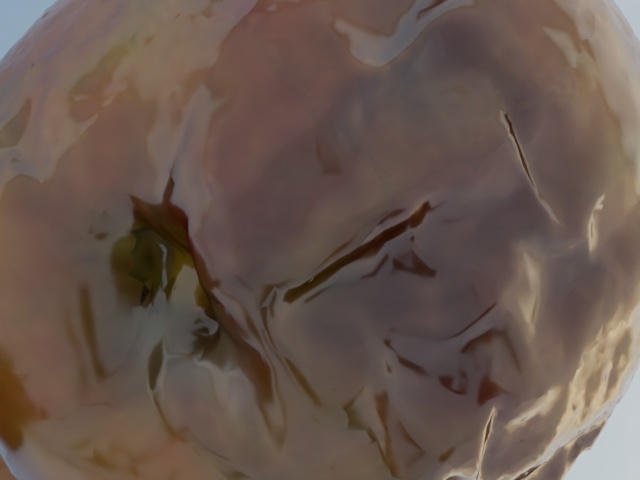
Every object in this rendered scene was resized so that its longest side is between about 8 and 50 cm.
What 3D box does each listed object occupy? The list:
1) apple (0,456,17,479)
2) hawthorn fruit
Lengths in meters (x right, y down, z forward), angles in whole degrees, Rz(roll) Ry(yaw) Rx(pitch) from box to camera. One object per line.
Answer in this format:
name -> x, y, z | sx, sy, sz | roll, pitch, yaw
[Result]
apple -> -0.225, 0.138, 0.900 | 0.146, 0.146, 0.146 | -4, -77, -18
hawthorn fruit -> 0.000, 0.000, 0.747 | 0.472, 0.472, 0.472 | -4, -77, -18
